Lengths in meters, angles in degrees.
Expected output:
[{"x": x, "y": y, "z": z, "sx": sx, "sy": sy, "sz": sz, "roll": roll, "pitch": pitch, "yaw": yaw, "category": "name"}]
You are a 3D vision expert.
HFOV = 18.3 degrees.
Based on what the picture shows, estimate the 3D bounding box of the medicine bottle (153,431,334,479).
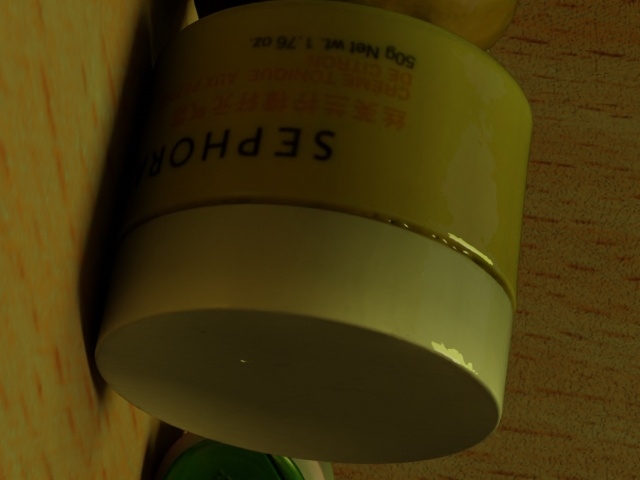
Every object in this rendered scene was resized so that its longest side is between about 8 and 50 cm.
[{"x": -0.057, "y": 0.195, "z": 1.495, "sx": 0.274, "sy": 0.133, "sz": 0.133, "roll": 79, "pitch": 21, "yaw": -87, "category": "medicine bottle"}]

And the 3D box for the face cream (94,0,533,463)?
[{"x": 0.000, "y": 0.000, "z": 1.075, "sx": 0.218, "sy": 0.218, "sz": 0.179, "roll": 94, "pitch": 5, "yaw": -65, "category": "face cream"}]

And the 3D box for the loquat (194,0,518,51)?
[{"x": 0.013, "y": -0.176, "z": 1.143, "sx": 0.213, "sy": 0.213, "sz": 0.213, "roll": 9, "pitch": 90, "yaw": -88, "category": "loquat"}]
